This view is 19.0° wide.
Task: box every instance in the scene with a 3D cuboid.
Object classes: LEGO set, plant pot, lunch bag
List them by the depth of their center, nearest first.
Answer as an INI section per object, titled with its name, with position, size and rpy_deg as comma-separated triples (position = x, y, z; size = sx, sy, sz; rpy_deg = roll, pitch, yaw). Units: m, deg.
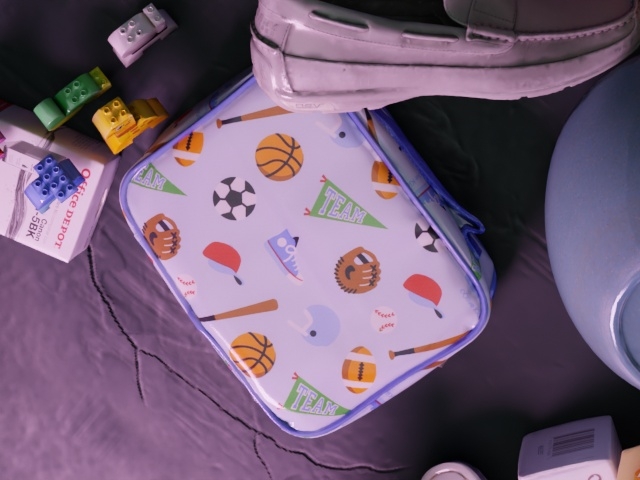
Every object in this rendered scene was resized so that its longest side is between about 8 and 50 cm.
[plant pot]
position = 0.301, 0.017, 1.458
size = 0.290, 0.195, 0.290
rpy_deg = 8, 123, 13
[LEGO set]
position = -0.195, -0.099, 1.555
size = 0.227, 0.093, 0.087
rpy_deg = -38, 85, -5
[lunch bag]
position = 0.000, 0.000, 1.588
size = 0.243, 0.115, 0.303
rpy_deg = -36, 96, 13

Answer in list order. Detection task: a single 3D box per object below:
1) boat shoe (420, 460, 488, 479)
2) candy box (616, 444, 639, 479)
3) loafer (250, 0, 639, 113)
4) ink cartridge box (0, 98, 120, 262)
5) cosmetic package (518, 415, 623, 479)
[boat shoe]
position = 0.160, 0.302, 1.656
size = 0.095, 0.079, 0.254
rpy_deg = -25, 92, 32
[candy box]
position = 0.398, 0.265, 1.522
size = 0.183, 0.087, 0.316
rpy_deg = -24, 123, 41
[loafer]
position = 0.104, -0.172, 1.476
size = 0.319, 0.112, 0.111
rpy_deg = -9, 128, -16
[ink cartridge box]
position = -0.253, -0.054, 1.640
size = 0.135, 0.056, 0.099
rpy_deg = 23, 106, 3
[cosmetic package]
position = 0.240, 0.277, 1.621
size = 0.085, 0.117, 0.231
rpy_deg = -15, 101, 13
